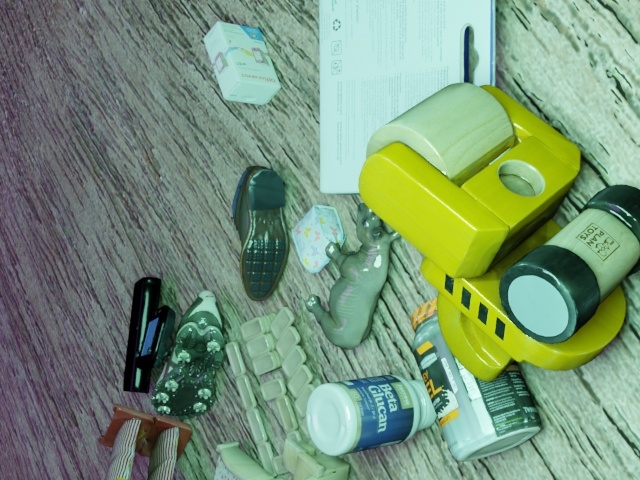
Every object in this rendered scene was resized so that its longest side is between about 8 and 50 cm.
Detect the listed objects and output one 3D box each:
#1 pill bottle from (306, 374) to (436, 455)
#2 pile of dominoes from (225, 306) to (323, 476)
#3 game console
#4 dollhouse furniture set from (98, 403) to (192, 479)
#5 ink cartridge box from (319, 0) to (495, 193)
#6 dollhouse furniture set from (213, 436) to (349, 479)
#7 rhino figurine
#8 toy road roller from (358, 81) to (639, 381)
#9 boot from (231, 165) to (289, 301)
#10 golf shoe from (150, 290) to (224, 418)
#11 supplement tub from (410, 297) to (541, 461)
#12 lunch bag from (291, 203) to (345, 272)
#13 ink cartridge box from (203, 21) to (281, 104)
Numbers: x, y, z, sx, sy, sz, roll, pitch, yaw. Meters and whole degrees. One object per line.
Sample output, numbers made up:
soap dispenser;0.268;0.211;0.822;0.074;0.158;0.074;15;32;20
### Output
pill bottle;0.073;0.228;1.380;0.094;0.169;0.094;3;94;51
pile of dominoes;-0.058;0.242;1.670;0.196;0.040;0.251;-29;77;48
game console;-0.306;0.164;1.848;0.361;0.044;0.213;155;121;-71
dollhouse furniture set;-0.366;0.504;1.901;0.201;0.152;0.374;-91;23;-50
ink cartridge box;0.125;-0.224;1.388;0.330;0.071;0.324;2;93;48
dollhouse furniture set;-0.152;0.418;1.645;0.355;0.173;0.303;27;114;44
rhino figurine;0.055;0.046;1.478;0.106;0.073;0.243;43;122;46
toy road roller;0.192;0.009;1.167;0.329;0.202;0.241;43;141;17
boot;-0.099;-0.018;1.688;0.106;0.082;0.219;-134;48;-67
golf shoe;-0.223;0.211;1.830;0.120;0.105;0.273;-87;19;-48
supplement tub;0.185;0.165;1.282;0.117;0.117;0.190;-43;58;43
lunch bag;0.000;0.000;1.561;0.071;0.053;0.083;-48;46;38
ink cartridge box;-0.127;-0.287;1.683;0.052;0.088;0.122;-39;61;41
